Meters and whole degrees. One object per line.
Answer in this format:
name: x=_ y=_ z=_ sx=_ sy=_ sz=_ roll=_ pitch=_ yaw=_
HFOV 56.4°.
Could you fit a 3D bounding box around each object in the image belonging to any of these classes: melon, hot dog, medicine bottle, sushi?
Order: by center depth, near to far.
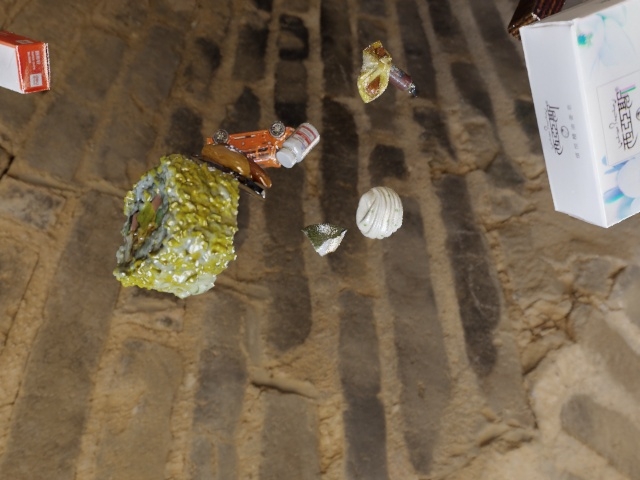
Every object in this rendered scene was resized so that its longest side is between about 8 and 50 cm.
hot dog: x=0.132 y=-0.408 z=1.408 sx=0.078 sy=0.061 sz=0.169 roll=12 pitch=-107 yaw=-11
sushi: x=-0.417 y=-0.022 z=1.717 sx=0.240 sy=0.396 sz=0.351 roll=15 pitch=-119 yaw=-39
medicine bottle: x=-0.071 y=-0.293 z=1.846 sx=0.079 sy=0.079 sz=0.140 roll=45 pitch=-118 yaw=-11
melon: x=-0.002 y=-0.005 z=1.945 sx=0.139 sy=0.093 sz=0.202 roll=24 pitch=-156 yaw=20
hot dog: x=-0.286 y=-0.252 z=2.042 sx=0.326 sy=0.107 sz=0.194 roll=31 pitch=174 yaw=11

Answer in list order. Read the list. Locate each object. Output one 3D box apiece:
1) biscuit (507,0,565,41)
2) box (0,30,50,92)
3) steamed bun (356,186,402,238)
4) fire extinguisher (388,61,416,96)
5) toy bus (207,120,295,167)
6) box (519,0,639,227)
biscuit: x=0.576 y=-0.665 z=1.463 sx=0.073 sy=0.107 sz=0.388 roll=27 pitch=-100 yaw=-13
box: x=-0.828 y=-0.486 z=1.621 sx=0.182 sy=0.133 sz=0.099 roll=20 pitch=-150 yaw=26
steamed bun: x=0.210 y=-0.090 z=2.024 sx=0.182 sy=0.183 sz=0.106 roll=25 pitch=-177 yaw=-34
fire extinguisher: x=0.182 y=-0.424 z=1.514 sx=0.158 sy=0.043 sz=0.064 roll=31 pitch=-140 yaw=-22
toy bus: x=-0.247 y=-0.343 z=2.239 sx=0.143 sy=0.329 sz=0.153 roll=26 pitch=-122 yaw=-78
box: x=0.404 y=-0.186 z=0.794 sx=0.116 sy=0.203 sz=0.274 roll=-135 pitch=24 yaw=-67
